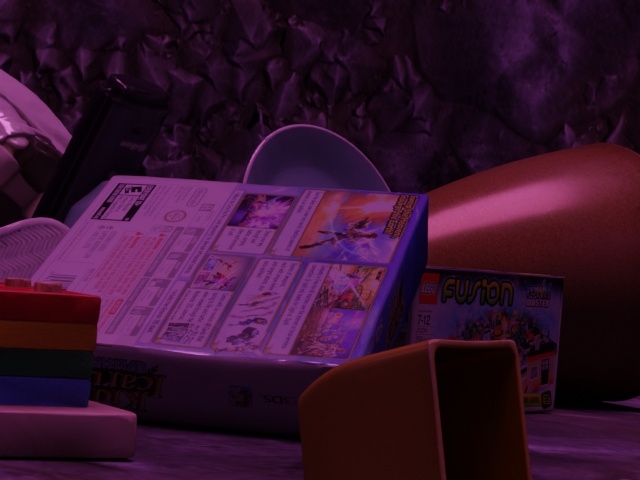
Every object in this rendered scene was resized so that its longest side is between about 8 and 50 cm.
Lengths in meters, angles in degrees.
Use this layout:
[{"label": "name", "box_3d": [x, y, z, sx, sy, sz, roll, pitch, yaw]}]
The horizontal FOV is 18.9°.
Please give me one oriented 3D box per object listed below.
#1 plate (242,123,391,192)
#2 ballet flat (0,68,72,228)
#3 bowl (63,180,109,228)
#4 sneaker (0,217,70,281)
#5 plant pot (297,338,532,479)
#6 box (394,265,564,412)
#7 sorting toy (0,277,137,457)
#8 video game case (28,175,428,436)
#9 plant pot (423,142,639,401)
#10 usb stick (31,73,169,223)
[{"label": "plate", "box_3d": [0.000, 0.000, 1.525, 0.188, 0.188, 0.024, 5, -19, -44]}, {"label": "ballet flat", "box_3d": [-0.268, -0.043, 1.787, 0.400, 0.139, 0.139, 45, -8, -10]}, {"label": "bowl", "box_3d": [-0.102, 0.038, 1.609, 0.311, 0.163, 0.311, 5, -1, 0]}, {"label": "sneaker", "box_3d": [-0.334, 0.059, 1.448, 0.292, 0.108, 0.169, -8, -10, -45]}, {"label": "plant pot", "box_3d": [0.037, 0.089, 0.856, 0.083, 0.081, 0.081, -10, -8, 32]}, {"label": "box", "box_3d": [0.117, 0.078, 1.509, 0.036, 0.114, 0.207, 5, 0, 40]}, {"label": "sorting toy", "box_3d": [-0.264, 0.057, 1.055, 0.255, 0.089, 0.257, 5, 0, -29]}, {"label": "video game case", "box_3d": [-0.066, 0.039, 1.317, 0.244, 0.061, 0.269, 3, 25, 12]}, {"label": "plant pot", "box_3d": [0.155, 0.033, 1.694, 0.254, 0.237, 0.237, -2, 3, -33]}, {"label": "usb stick", "box_3d": [-0.217, -0.018, 1.688, 0.077, 0.278, 0.045, 12, 24, -43]}]
